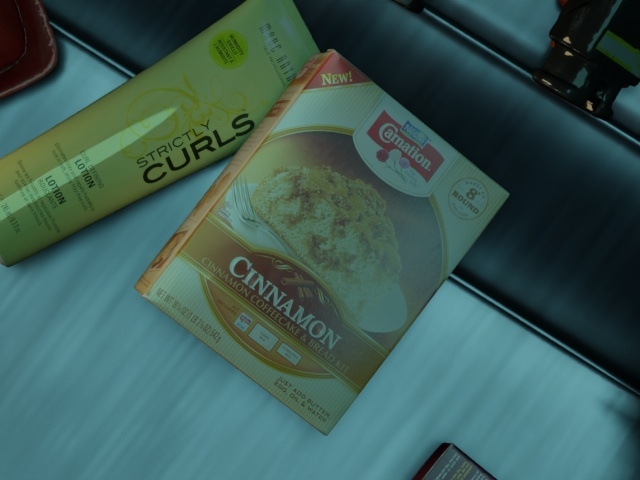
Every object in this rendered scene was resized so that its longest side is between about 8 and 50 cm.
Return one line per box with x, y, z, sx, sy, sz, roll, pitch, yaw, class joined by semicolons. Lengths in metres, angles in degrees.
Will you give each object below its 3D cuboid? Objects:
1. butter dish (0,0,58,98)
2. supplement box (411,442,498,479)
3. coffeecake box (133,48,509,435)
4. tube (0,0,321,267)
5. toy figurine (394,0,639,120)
-0.260;-0.152;1.094;0.160;0.118;0.160;-23;87;-3;butter dish
0.097;0.166;1.109;0.083;0.055;0.043;39;85;1;supplement box
0.000;0.000;1.099;0.142;0.068;0.185;38;86;-11;coffeecake box
-0.106;-0.068;1.122;0.240;0.070;0.062;-29;52;-8;tube
0.126;-0.178;1.057;0.209;0.213;0.148;31;98;6;toy figurine
